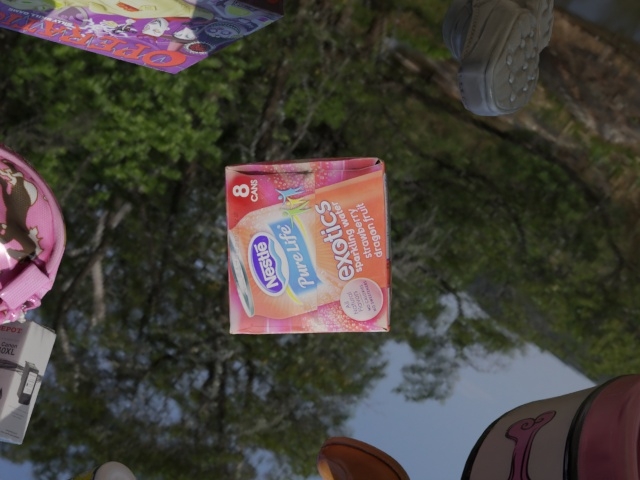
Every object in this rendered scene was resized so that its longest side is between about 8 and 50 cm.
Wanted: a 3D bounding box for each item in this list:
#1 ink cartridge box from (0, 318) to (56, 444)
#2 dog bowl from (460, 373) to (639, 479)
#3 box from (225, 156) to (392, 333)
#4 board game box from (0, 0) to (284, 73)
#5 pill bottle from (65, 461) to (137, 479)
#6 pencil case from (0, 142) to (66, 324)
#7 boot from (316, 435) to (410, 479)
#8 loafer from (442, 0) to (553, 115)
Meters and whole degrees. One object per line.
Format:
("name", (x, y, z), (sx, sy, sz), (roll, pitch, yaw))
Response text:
("ink cartridge box", (-0.416, 0.172, 1.149), (0.109, 0.150, 0.063), (5, 158, 20))
("dog bowl", (0.311, 0.282, 0.723), (0.408, 0.150, 0.408), (24, -137, -25))
("box", (0.000, 0.000, 0.911), (0.142, 0.154, 0.300), (-1, -177, 5))
("board game box", (-0.232, -0.252, 0.892), (0.346, 0.056, 0.208), (8, 170, -41))
("pill bottle", (-0.389, 0.434, 1.464), (0.103, 0.184, 0.103), (48, -154, -33))
("pencil case", (-0.380, -0.001, 0.871), (0.160, 0.167, 0.386), (11, 173, -34))
("boot", (0.026, 0.259, 0.749), (0.197, 0.152, 0.073), (34, 139, 36))
("loafer", (0.189, -0.223, 1.010), (0.111, 0.112, 0.319), (1, -151, 21))
